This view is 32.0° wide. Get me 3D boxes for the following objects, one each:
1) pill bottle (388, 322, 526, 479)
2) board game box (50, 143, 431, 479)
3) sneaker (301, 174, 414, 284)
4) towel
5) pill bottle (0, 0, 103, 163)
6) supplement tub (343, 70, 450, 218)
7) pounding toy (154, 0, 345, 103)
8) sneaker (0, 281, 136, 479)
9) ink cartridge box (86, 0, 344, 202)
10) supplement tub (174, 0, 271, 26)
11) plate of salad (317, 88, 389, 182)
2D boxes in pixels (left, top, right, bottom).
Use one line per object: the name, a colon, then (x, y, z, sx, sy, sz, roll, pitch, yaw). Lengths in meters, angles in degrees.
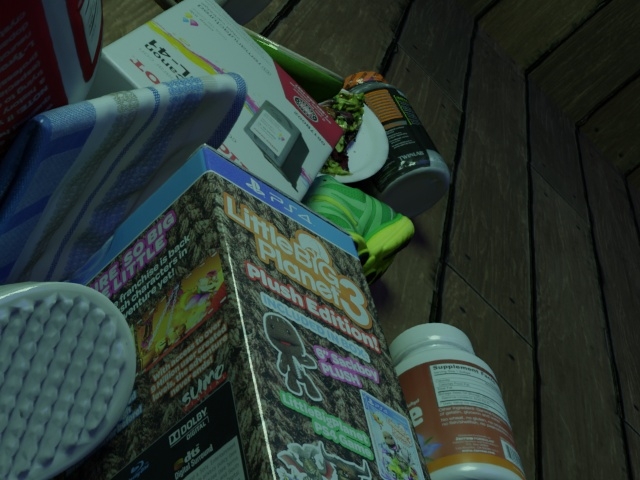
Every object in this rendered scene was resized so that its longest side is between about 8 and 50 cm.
pill bottle: (0.121, 0.183, 1.070, 0.121, 0.121, 0.216, 35, 26, -27)
board game box: (-0.075, 0.134, 0.669, 0.141, 0.232, 0.291, 31, 29, -36)
sneaker: (0.000, 0.000, 1.192, 0.123, 0.109, 0.295, 39, 18, 14)
towel: (-0.161, -0.024, 0.794, 0.034, 0.209, 0.285, 40, 23, 8)
pill bottle: (-0.244, -0.159, 0.632, 0.229, 0.229, 0.408, 52, -15, 10)
supplement tub: (0.085, -0.129, 1.492, 0.117, 0.117, 0.190, 19, 37, -48)
pounding toy: (-0.099, -0.191, 1.294, 0.237, 0.110, 0.183, 27, 7, 4)
sneaker: (-0.272, 0.111, 0.539, 0.366, 0.150, 0.135, -13, 94, -44)
ink cartridge box: (-0.118, -0.100, 1.083, 0.226, 0.131, 0.306, 45, 22, -8)
supplement tub: (-0.154, -0.378, 1.428, 0.200, 0.144, 0.144, 51, 24, 8)
plate of salad: (-0.005, -0.149, 1.379, 0.199, 0.048, 0.200, 14, 44, -14)
